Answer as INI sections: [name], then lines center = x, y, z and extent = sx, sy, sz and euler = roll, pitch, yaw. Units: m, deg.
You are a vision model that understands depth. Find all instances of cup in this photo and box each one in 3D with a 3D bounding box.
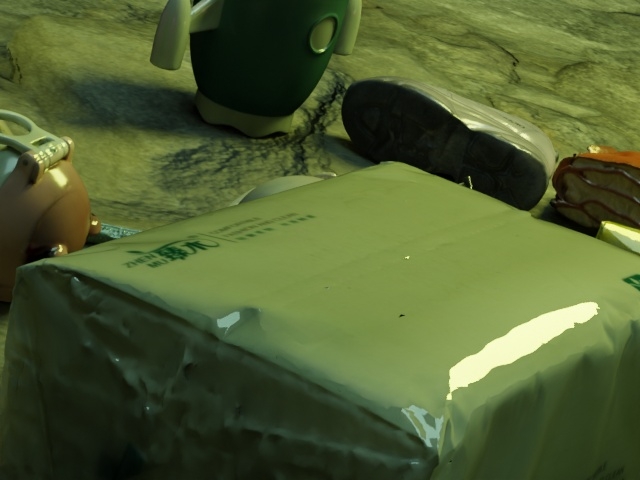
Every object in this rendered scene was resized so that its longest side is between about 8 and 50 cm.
[cup]
center = -0.063, -0.207, 1.712
extent = 0.167, 0.173, 0.299
euler = 31, 26, 34

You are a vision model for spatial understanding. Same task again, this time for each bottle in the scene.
[bottle]
center = -0.280, -0.046, 1.244
extent = 0.236, 0.148, 0.147
euler = 27, 25, 16

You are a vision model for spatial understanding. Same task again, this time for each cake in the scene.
[cake]
center = 0.341, -0.024, 1.645
extent = 0.135, 0.098, 0.287
euler = 5, 18, -37

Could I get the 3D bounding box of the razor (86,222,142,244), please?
[razor]
center = -0.164, -0.003, 1.367
extent = 0.211, 0.036, 0.084
euler = 16, 46, -13

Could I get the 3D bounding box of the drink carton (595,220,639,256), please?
[drink carton]
center = 0.343, 0.049, 1.497
extent = 0.200, 0.084, 0.074
euler = 21, 0, 16

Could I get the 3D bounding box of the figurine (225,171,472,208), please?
[figurine]
center = 0.014, 0.015, 1.314
extent = 0.236, 0.141, 0.163
euler = -2, 48, -13

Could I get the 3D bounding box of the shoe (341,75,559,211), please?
[shoe]
center = 0.145, -0.114, 1.745
extent = 0.245, 0.095, 0.137
euler = 26, 21, 16

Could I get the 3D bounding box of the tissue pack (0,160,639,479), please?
[tissue pack]
center = 0.031, 0.099, 0.995
extent = 0.297, 0.207, 0.380
euler = 21, 22, 29
